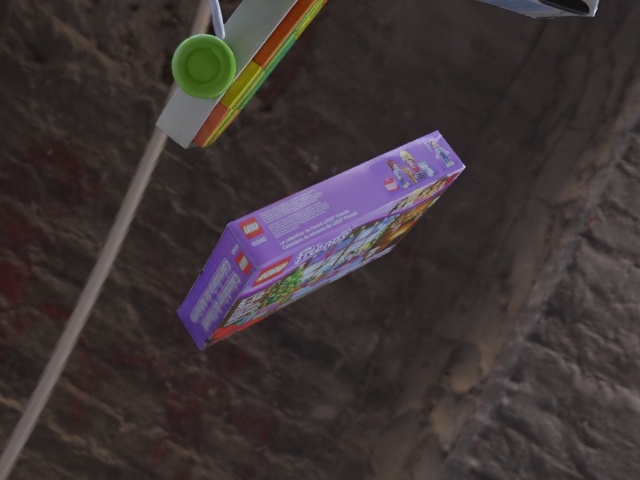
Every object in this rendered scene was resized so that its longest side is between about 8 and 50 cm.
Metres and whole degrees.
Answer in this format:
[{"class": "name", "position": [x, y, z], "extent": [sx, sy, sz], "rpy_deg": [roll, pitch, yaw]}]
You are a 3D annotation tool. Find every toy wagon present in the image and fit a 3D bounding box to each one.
[{"class": "toy wagon", "position": [-0.040, -0.239, 0.956], "extent": [0.068, 0.344, 0.267], "rpy_deg": [39, 5, -6]}]

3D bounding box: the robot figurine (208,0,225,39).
[{"class": "robot figurine", "position": [-0.089, -0.324, 0.648], "extent": [0.199, 0.354, 0.300], "rpy_deg": [-9, -15, 24]}]

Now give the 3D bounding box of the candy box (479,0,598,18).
[{"class": "candy box", "position": [0.049, -0.222, 0.494], "extent": [0.233, 0.159, 0.071], "rpy_deg": [13, 8, -17]}]

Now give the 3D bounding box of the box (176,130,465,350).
[{"class": "box", "position": [0.000, 0.000, 1.040], "extent": [0.057, 0.293, 0.201], "rpy_deg": [55, -34, 13]}]
